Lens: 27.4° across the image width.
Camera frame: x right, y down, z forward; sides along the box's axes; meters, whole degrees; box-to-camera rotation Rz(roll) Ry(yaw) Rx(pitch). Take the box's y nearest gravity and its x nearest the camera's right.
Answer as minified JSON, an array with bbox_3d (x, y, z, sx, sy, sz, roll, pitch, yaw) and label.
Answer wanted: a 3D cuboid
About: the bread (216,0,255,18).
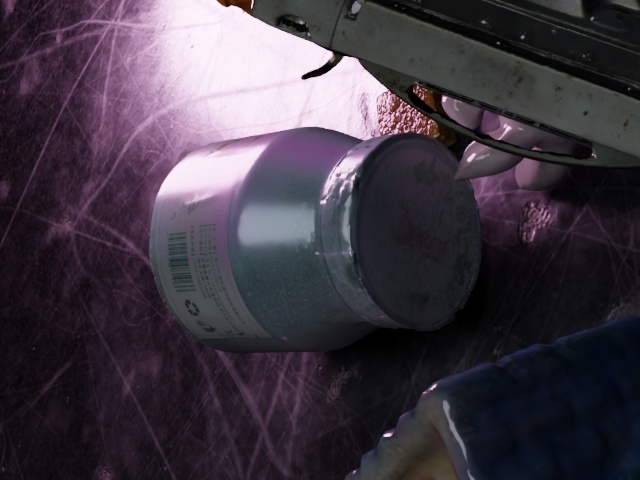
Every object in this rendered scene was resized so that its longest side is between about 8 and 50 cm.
[{"bbox_3d":[-0.092,-0.382,1.630,0.156,0.204,0.288,-52,50,18],"label":"bread"}]

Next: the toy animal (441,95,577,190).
[{"bbox_3d":[0.192,-0.153,1.297,0.178,0.127,0.193,-50,47,28],"label":"toy animal"}]

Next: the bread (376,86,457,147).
[{"bbox_3d":[0.105,-0.135,1.458,0.090,0.035,0.094,-28,58,39],"label":"bread"}]

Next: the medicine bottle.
[{"bbox_3d":[0.000,0.000,1.381,0.290,0.245,0.245,-5,75,45],"label":"medicine bottle"}]

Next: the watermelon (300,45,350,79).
[{"bbox_3d":[0.049,-0.282,1.457,0.188,0.188,0.214,41,125,46],"label":"watermelon"}]

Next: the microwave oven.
[{"bbox_3d":[0.184,-0.247,1.083,0.394,0.247,0.333,21,92,6],"label":"microwave oven"}]

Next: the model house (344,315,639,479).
[{"bbox_3d":[0.226,0.245,0.855,0.445,0.395,0.399,21,111,50],"label":"model house"}]
